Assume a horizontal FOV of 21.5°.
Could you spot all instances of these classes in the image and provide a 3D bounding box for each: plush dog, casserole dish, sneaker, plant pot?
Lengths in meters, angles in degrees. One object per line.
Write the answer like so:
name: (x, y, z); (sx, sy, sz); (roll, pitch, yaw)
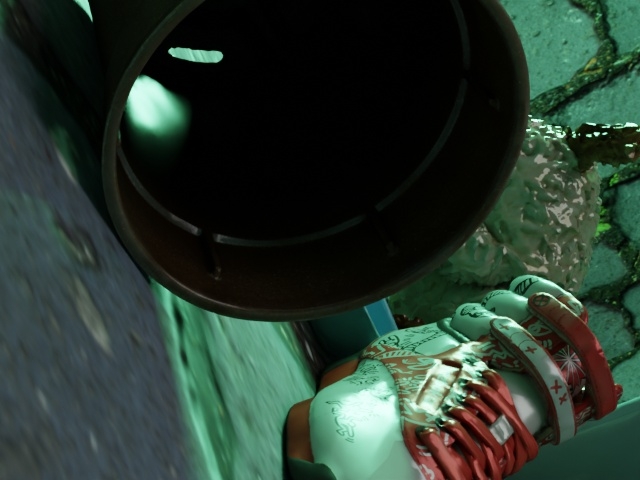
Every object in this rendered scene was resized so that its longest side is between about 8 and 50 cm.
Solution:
plush dog: (0.119, 0.030, 1.161); (0.262, 0.210, 0.225); (17, 78, -60)
casserole dish: (0.000, 0.000, 0.992); (0.188, 0.037, 0.114); (67, 8, 14)
sneaker: (0.070, 0.084, 0.806); (0.270, 0.145, 0.090); (-63, 129, -80)
plant pot: (-0.022, -0.082, 0.687); (0.167, 0.167, 0.165); (59, 3, -40)

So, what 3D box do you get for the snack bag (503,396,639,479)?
snack bag: (0.290, 0.239, 1.183); (0.342, 0.323, 0.037); (56, 32, -12)
